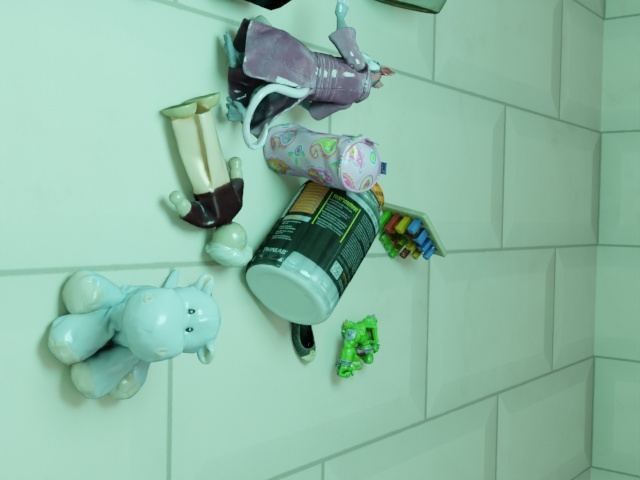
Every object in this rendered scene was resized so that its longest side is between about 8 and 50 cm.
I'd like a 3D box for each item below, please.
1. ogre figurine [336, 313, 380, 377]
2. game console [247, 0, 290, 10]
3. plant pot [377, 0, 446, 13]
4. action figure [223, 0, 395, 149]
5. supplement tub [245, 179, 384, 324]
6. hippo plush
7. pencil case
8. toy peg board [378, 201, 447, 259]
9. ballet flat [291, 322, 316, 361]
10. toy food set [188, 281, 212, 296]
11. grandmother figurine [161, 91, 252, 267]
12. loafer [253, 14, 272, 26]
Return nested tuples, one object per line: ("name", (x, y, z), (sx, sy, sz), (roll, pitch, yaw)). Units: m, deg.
("ogre figurine", (0.101, 0.257, 1.963), (0.197, 0.097, 0.118), (-12, 113, -40))
("game console", (-0.085, -0.626, 1.472), (0.213, 0.044, 0.361), (13, 111, -36))
("plant pot", (0.239, -0.726, 1.954), (0.323, 0.323, 0.280), (-2, 110, -53))
("action figure", (-0.007, -0.344, 1.609), (0.370, 0.275, 0.248), (-2, 126, -20))
("supplement tub", (0.000, 0.000, 1.724), (0.338, 0.207, 0.207), (-57, 133, -33))
("hippo plush", (-0.282, 0.168, 1.339), (0.294, 0.237, 0.234), (4, 89, -52))
("pencil case", (0.003, -0.178, 1.655), (0.124, 0.284, 0.124), (-13, 110, -38))
("toy peg board", (0.227, -0.007, 2.071), (0.079, 0.161, 0.161), (-50, 130, -19))
("ballet flat", (-0.036, 0.204, 1.816), (0.057, 0.049, 0.173), (-28, 114, -47))
("toy food set", (-0.246, 0.124, 1.562), (0.083, 0.020, 0.082), (-58, 134, -33))
("grandmother figurine", (-0.211, -0.102, 1.535), (0.208, 0.104, 0.342), (-30, 113, -38))
("loafer", (-0.113, -0.431, 1.695), (0.039, 0.045, 0.125), (-73, 150, -45))
